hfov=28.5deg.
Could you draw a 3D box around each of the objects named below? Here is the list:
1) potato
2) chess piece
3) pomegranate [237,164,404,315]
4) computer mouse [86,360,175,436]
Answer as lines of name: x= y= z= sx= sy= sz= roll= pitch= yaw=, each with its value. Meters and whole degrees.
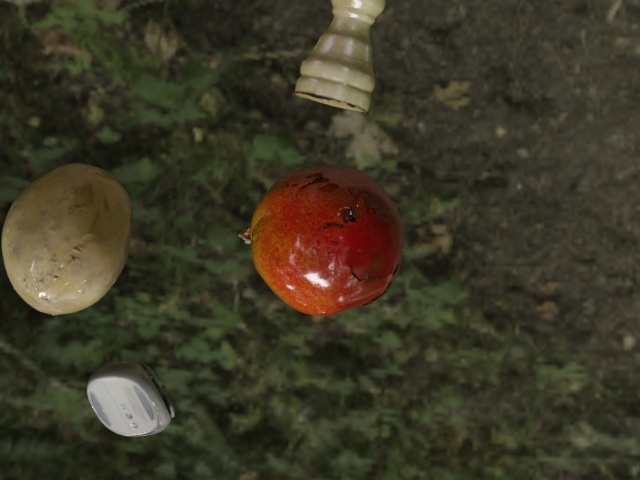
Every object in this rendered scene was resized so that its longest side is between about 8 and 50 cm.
potato: x=-0.220 y=0.001 z=1.113 sx=0.112 sy=0.147 sz=0.112 roll=14 pitch=152 yaw=8
chess piece: x=0.024 y=-0.170 z=1.028 sx=0.066 sy=0.122 sz=0.066 roll=15 pitch=-177 yaw=-1
pomegranate: x=0.000 y=0.000 z=1.680 sx=0.235 sy=0.210 sz=0.210 roll=-5 pitch=151 yaw=44
computer mouse: x=-0.153 y=0.128 z=1.041 sx=0.096 sy=0.039 sz=0.066 roll=-13 pitch=109 yaw=45
